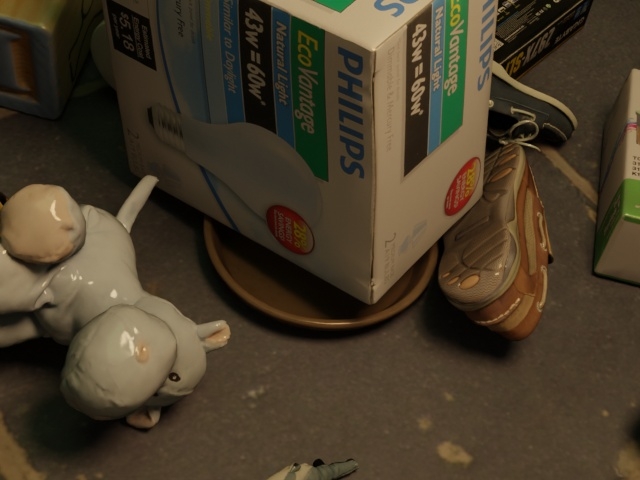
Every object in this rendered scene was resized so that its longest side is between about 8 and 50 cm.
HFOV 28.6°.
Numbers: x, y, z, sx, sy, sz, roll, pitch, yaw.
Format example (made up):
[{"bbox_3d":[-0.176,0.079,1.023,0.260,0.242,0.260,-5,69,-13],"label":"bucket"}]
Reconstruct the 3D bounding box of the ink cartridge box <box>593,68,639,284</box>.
[{"bbox_3d":[0.460,-0.069,1.569,0.201,0.117,0.278,14,48,2],"label":"ink cartridge box"}]

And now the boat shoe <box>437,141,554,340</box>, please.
[{"bbox_3d":[0.211,0.001,1.478,0.116,0.123,0.324,48,33,-20],"label":"boat shoe"}]

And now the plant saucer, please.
[{"bbox_3d":[0.000,0.000,1.478,0.278,0.041,0.278,5,50,-6],"label":"plant saucer"}]

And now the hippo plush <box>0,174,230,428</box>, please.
[{"bbox_3d":[-0.243,0.093,1.284,0.236,0.234,0.294,51,15,9],"label":"hippo plush"}]

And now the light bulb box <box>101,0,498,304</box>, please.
[{"bbox_3d":[-0.022,-0.183,1.355,0.361,0.358,0.225,28,53,26],"label":"light bulb box"}]

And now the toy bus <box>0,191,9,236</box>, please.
[{"bbox_3d":[-0.469,-0.052,1.381,0.211,0.149,0.220,-34,64,-17],"label":"toy bus"}]

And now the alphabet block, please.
[{"bbox_3d":[-0.382,-0.297,1.543,0.193,0.192,0.197,17,59,0],"label":"alphabet block"}]

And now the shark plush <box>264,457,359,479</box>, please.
[{"bbox_3d":[-0.028,0.263,1.258,0.161,0.073,0.067,-21,74,-50],"label":"shark plush"}]

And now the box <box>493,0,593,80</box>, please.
[{"bbox_3d":[0.196,-0.326,1.771,0.257,0.079,0.322,35,53,21],"label":"box"}]

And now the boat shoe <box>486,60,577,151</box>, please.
[{"bbox_3d":[0.233,-0.164,1.589,0.095,0.254,0.079,9,80,44],"label":"boat shoe"}]

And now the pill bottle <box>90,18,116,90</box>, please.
[{"bbox_3d":[-0.165,-0.311,1.630,0.169,0.169,0.301,24,50,11],"label":"pill bottle"}]
